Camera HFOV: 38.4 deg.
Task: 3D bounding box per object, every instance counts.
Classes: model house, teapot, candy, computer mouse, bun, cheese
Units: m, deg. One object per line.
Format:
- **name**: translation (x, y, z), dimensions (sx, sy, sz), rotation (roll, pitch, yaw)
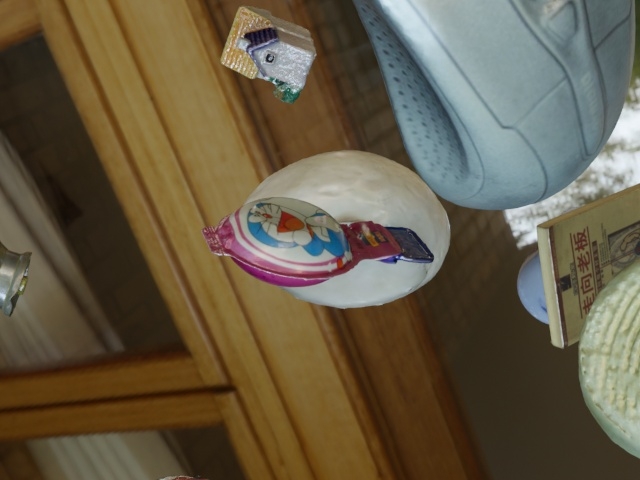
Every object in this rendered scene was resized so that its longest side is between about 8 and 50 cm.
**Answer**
- **model house**: translation (-0.069, -0.234, 1.166), dimensions (0.100, 0.088, 0.101), rotation (17, -152, -20)
- **teapot**: translation (-0.468, 0.038, 1.286), dimensions (0.119, 0.130, 0.166), rotation (20, -165, -14)
- **candy**: translation (0.035, -0.016, 1.281), dimensions (0.295, 0.295, 0.185), rotation (-13, -128, 28)
- **computer mouse**: translation (0.133, -0.145, 0.635), dimensions (0.188, 0.371, 0.122), rotation (-46, -134, -10)
- **bun**: translation (0.321, 0.103, 0.789), dimensions (0.195, 0.118, 0.196), rotation (-20, -124, 33)
- **cheese**: translation (0.000, 0.000, 0.953), dimensions (0.244, 0.062, 0.155), rotation (1, -151, -21)

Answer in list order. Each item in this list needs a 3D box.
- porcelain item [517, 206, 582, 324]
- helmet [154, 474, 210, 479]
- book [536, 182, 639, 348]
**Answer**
- **porcelain item**: translation (0.393, 0.048, 1.473), dimensions (0.141, 0.141, 0.259), rotation (-25, 152, -11)
- **helmet**: translation (-0.172, 0.329, 1.144), dimensions (0.083, 0.065, 0.049), rotation (0, -146, -10)
- **book**: translation (0.369, 0.024, 1.178), dimensions (0.230, 0.161, 0.026), rotation (-20, -164, -32)
